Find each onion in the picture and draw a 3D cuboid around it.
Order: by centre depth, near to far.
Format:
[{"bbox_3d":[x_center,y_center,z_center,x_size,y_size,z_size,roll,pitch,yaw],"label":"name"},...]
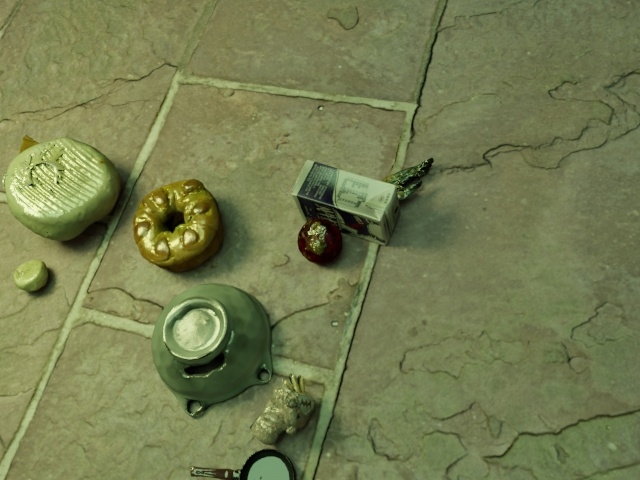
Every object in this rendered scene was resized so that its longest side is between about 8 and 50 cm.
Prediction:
[{"bbox_3d":[0.000,0.000,1.498,0.107,0.097,0.107,6,104,28],"label":"onion"}]

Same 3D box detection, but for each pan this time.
[{"bbox_3d":[-0.154,0.475,1.327,0.212,0.040,0.114,2,66,5],"label":"pan"}]

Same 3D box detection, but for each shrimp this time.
[{"bbox_3d":[0.204,-0.135,1.542,0.161,0.034,0.091,-30,47,-1],"label":"shrimp"}]

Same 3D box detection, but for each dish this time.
[{"bbox_3d":[-0.251,0.209,1.433,0.303,0.120,0.302,-5,63,10],"label":"dish"}]

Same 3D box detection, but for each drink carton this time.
[{"bbox_3d":[0.062,-0.085,1.497,0.223,0.134,0.101,18,67,19],"label":"drink carton"}]

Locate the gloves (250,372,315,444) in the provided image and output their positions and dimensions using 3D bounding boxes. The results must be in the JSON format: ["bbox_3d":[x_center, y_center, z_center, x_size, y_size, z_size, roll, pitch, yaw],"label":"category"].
[{"bbox_3d":[-0.074,0.350,1.341,0.094,0.110,0.144,44,109,18],"label":"gloves"}]

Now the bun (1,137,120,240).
[{"bbox_3d":[-0.643,-0.129,1.655,0.273,0.168,0.272,1,69,-3],"label":"bun"}]

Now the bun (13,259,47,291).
[{"bbox_3d":[-0.707,0.091,1.626,0.086,0.054,0.086,-7,49,8],"label":"bun"}]

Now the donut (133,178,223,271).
[{"bbox_3d":[-0.336,-0.035,1.570,0.227,0.113,0.226,-5,65,10],"label":"donut"}]

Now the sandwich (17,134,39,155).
[{"bbox_3d":[-0.785,-0.183,1.760,0.114,0.079,0.163,32,77,26],"label":"sandwich"}]
